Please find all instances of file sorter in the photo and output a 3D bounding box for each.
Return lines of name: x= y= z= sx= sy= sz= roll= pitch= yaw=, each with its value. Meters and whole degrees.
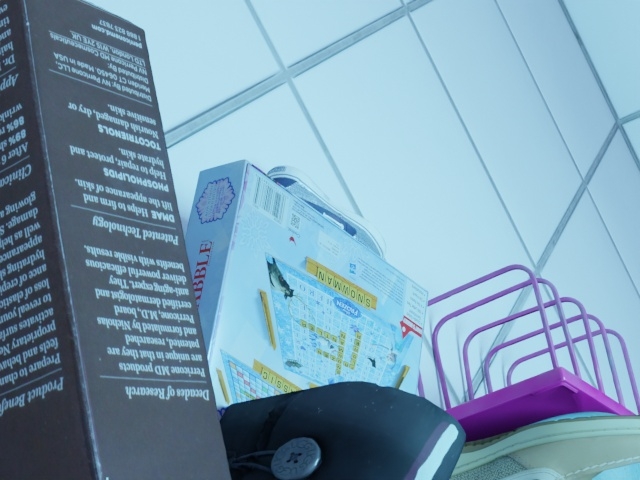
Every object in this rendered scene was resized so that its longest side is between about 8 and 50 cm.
file sorter: x=0.273 y=0.176 z=1.452 sx=0.291 sy=0.202 sz=0.182 roll=32 pitch=41 yaw=-46

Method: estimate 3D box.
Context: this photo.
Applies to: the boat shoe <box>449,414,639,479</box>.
boat shoe: x=0.211 y=0.255 z=1.156 sx=0.122 sy=0.341 sz=0.110 roll=25 pitch=52 yaw=-66

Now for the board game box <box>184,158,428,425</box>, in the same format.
board game box: x=-0.020 y=0.136 z=1.059 sx=0.319 sy=0.066 sz=0.318 roll=35 pitch=55 yaw=-43

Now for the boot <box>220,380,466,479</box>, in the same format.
boot: x=0.003 y=0.280 z=0.703 sx=0.445 sy=0.367 sz=0.146 roll=-51 pitch=134 yaw=-47

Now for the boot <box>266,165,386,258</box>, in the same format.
boot: x=0.000 y=0.000 z=1.269 sx=0.190 sy=0.069 sz=0.086 roll=36 pitch=48 yaw=-31

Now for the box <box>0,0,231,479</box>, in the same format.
box: x=-0.200 y=0.032 z=0.775 sx=0.143 sy=0.191 sz=0.381 roll=17 pitch=56 yaw=-54

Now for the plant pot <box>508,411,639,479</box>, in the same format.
plant pot: x=0.276 y=0.340 z=1.314 sx=0.252 sy=0.247 sz=0.248 roll=26 pitch=48 yaw=-33
